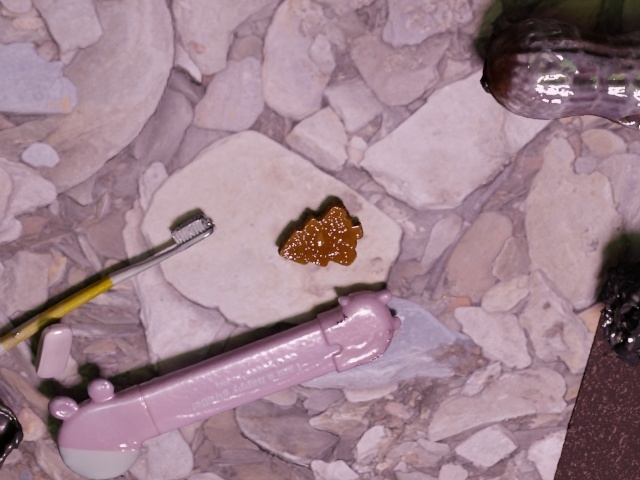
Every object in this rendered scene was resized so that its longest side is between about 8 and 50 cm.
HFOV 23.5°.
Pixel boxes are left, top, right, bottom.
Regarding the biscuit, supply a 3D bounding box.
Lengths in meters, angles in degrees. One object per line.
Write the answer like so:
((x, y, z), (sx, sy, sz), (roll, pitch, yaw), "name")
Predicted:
((0.000, 0.000, 1.604), (0.092, 0.016, 0.082), (-17, 128, 1), "biscuit")

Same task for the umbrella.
((0.473, 0.072, 1.676), (0.336, 0.128, 0.154), (1, 116, -14), "umbrella")

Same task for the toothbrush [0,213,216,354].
((-0.235, 0.050, 1.589), (0.288, 0.021, 0.024), (-30, 111, 8), "toothbrush")

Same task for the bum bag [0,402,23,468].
((-0.414, 0.276, 1.662), (0.142, 0.080, 0.326), (14, 119, -15), "bum bag")

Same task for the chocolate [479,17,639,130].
((0.279, -0.163, 1.505), (0.248, 0.110, 0.110), (6, 120, -14), "chocolate")

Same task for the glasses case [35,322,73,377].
((-0.279, 0.115, 1.610), (0.032, 0.021, 0.083), (-6, 141, -22), "glasses case")

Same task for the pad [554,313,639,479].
((0.397, 0.221, 1.823), (0.220, 0.004, 0.330), (3, 121, -12), "pad")

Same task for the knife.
((-0.101, 0.151, 1.668), (0.398, 0.038, 0.132), (-20, 125, 1), "knife")
